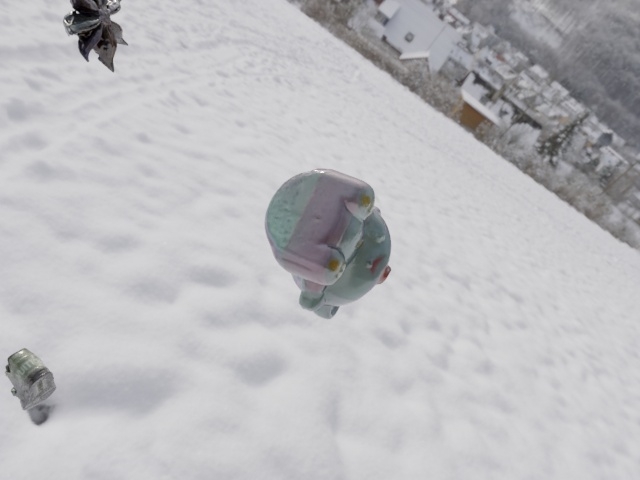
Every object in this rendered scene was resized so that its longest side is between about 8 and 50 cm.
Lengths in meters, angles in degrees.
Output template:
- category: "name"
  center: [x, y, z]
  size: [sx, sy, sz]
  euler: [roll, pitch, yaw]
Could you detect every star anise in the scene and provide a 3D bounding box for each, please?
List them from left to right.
- category: "star anise"
  center: [-0.431, -0.420, 0.980]
  size: [0.061, 0.181, 0.205]
  euler: [2, 59, 9]

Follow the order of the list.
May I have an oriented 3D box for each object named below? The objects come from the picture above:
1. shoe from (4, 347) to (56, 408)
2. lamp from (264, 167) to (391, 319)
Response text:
- category: "shoe"
  center: [-0.941, 0.437, 1.631]
  size: [0.149, 0.293, 0.109]
  euler: [48, 46, 7]
- category: "lamp"
  center: [0.000, 0.000, 0.910]
  size: [0.247, 0.247, 0.301]
  euler: [18, -11, 23]
